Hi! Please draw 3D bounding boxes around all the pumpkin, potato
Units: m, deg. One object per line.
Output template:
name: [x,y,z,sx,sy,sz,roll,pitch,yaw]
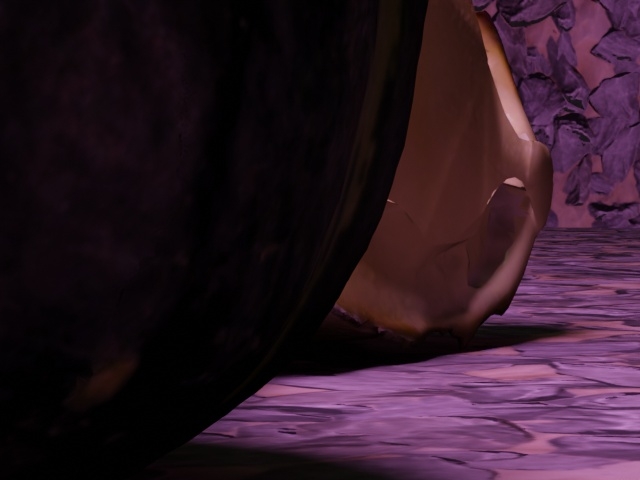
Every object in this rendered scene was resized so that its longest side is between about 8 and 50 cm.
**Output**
pumpkin: [-0.139,-0.055,0.427,0.323,0.241,0.323,1,0,0]
potato: [-0.048,-0.056,0.841,0.242,0.242,0.285,1,-14,32]
